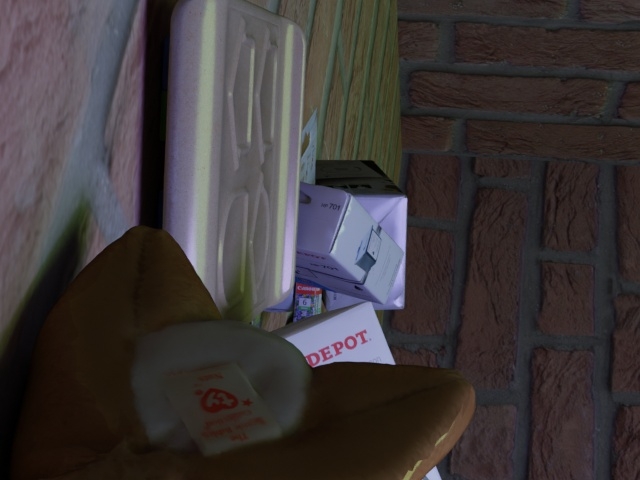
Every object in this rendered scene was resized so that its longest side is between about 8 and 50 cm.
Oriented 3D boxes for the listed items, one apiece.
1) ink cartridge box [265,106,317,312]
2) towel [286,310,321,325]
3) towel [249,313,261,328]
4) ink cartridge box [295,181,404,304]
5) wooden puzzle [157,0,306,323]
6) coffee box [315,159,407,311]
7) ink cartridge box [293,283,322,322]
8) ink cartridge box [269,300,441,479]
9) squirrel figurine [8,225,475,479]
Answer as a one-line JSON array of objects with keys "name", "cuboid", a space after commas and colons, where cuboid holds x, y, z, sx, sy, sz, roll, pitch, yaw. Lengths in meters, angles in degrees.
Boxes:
[{"name": "ink cartridge box", "cuboid": [-0.045, -0.046, 1.618, 0.189, 0.066, 0.232, -68, 156, -66]}, {"name": "towel", "cuboid": [-0.021, 0.157, 1.951, 0.237, 0.021, 0.102, -47, 130, -78]}, {"name": "towel", "cuboid": [-0.087, 0.110, 1.543, 0.060, 0.009, 0.083, -44, 138, -80]}, {"name": "ink cartridge box", "cuboid": [0.000, 0.000, 1.445, 0.191, 0.140, 0.082, 40, 66, -59]}, {"name": "wooden puzzle", "cuboid": [-0.096, -0.070, 1.166, 0.348, 0.081, 0.322, -25, 118, -76]}, {"name": "coffee box", "cuboid": [0.046, -0.017, 1.787, 0.297, 0.119, 0.168, -117, -153, -74]}, {"name": "ink cartridge box", "cuboid": [-0.015, 0.075, 1.589, 0.063, 0.029, 0.115, 11, 84, -82]}, {"name": "ink cartridge box", "cuboid": [-0.008, 0.216, 1.078, 0.115, 0.198, 0.272, -23, -92, 54]}, {"name": "squirrel figurine", "cuboid": [-0.105, 0.260, 0.793, 0.397, 0.281, 0.370, -52, 158, -52]}]
